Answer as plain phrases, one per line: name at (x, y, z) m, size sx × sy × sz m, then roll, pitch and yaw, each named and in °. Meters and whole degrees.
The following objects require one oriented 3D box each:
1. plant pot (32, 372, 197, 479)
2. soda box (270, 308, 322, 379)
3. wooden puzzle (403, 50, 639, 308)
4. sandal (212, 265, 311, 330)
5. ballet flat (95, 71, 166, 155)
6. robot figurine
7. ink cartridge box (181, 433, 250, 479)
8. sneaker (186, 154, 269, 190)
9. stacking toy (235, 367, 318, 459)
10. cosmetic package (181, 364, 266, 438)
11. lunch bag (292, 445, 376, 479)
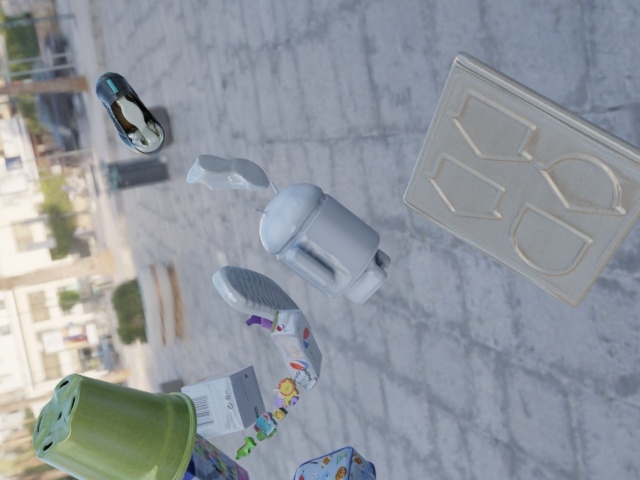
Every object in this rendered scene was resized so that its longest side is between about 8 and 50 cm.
plant pot at (-0.438, 0.402, 1.815) m, size 0.276 × 0.254 × 0.276 m, roll -35°, pitch 39°, yaw 35°
soda box at (-0.057, 0.258, 2.160) m, size 0.216 × 0.069 × 0.074 m, roll 69°, pitch -156°, yaw -48°
wooden puzzle at (0.302, -0.089, 1.290) m, size 0.322 × 0.080 × 0.348 m, roll 33°, pitch 146°, yaw 15°
sandal at (-0.162, 0.163, 2.221) m, size 0.416 × 0.102 × 0.169 m, roll 36°, pitch -159°, yaw -55°
ballet flat at (-0.412, -0.258, 1.964) m, size 0.096 × 0.095 × 0.280 m, roll 46°, pitch 174°, yaw 34°
robot figurine at (0.000, 0.000, 2.106) m, size 0.200 × 0.353 × 0.300 m, roll -48°, pitch 10°, yaw 25°
ink cartridge box at (-0.260, 0.502, 1.917) m, size 0.311 × 0.065 × 0.186 m, roll 43°, pitch -172°, yaw -29°
sneaker at (-0.231, -0.154, 2.179) m, size 0.094 × 0.212 × 0.080 m, roll -45°, pitch 45°, yaw 39°
stacking toy at (-0.104, 0.388, 1.991) m, size 0.052 × 0.221 × 0.167 m, roll 40°, pitch -169°, yaw 11°
cosmetic package at (-0.261, 0.442, 2.402) m, size 0.184 × 0.151 × 0.151 m, roll -8°, pitch -98°, yaw -74°
lunch bag at (0.015, 0.666, 2.179) m, size 0.115 × 0.243 × 0.303 m, roll 43°, pitch -144°, yaw -23°
